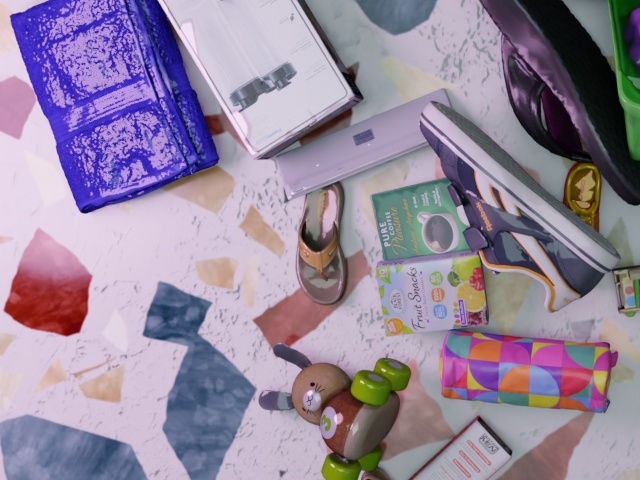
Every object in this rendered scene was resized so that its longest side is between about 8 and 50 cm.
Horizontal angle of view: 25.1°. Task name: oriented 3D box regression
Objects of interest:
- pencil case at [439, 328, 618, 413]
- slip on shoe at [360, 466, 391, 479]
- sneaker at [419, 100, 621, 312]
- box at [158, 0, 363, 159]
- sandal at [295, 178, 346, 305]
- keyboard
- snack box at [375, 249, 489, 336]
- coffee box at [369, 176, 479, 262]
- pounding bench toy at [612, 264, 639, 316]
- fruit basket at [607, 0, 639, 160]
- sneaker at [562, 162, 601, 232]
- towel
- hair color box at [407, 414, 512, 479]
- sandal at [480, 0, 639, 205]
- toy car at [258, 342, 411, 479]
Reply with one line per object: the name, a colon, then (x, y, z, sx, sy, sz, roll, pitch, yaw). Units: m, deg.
pencil case: (0.277, 0.175, 1.928, 0.236, 0.104, 0.104, 5, 94, 9)
slip on shoe: (0.103, 0.374, 1.994, 0.051, 0.041, 0.135, -34, 87, 10)
sneaker: (0.228, -0.039, 1.868, 0.321, 0.126, 0.127, 44, 108, 10)
box: (-0.088, -0.272, 1.971, 0.169, 0.087, 0.290, -33, 87, 10)
sandal: (0.000, 0.000, 1.989, 0.072, 0.049, 0.180, 3, 93, 9)
keyboard: (0.063, -0.133, 1.979, 0.256, 0.014, 0.072, -21, 60, 9)
snack box: (0.152, 0.071, 1.940, 0.141, 0.037, 0.100, -7, 103, 8)
coffee box: (0.168, -0.030, 1.963, 0.184, 0.040, 0.113, -14, 91, 10)
pounding bench toy: (0.417, 0.068, 1.903, 0.052, 0.083, 0.065, -8, 91, 10)
fruit basket: (0.529, -0.279, 1.708, 0.392, 0.392, 0.283, -5, 57, 10)
sneaker: (0.343, -0.020, 1.920, 0.064, 0.067, 0.175, -1, 94, 8)
towel: (-0.294, -0.210, 2.006, 0.227, 0.076, 0.308, -20, 89, 16)
hair color box: (0.189, 0.315, 1.975, 0.141, 0.043, 0.072, -43, 85, 10)
sandal: (0.294, -0.227, 1.893, 0.107, 0.167, 0.446, -39, 78, 35)
toy car: (0.004, 0.217, 1.962, 0.188, 0.149, 0.155, 24, 107, 19)
